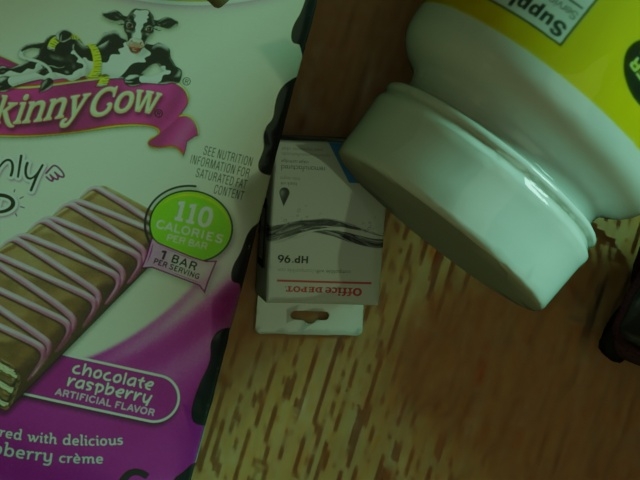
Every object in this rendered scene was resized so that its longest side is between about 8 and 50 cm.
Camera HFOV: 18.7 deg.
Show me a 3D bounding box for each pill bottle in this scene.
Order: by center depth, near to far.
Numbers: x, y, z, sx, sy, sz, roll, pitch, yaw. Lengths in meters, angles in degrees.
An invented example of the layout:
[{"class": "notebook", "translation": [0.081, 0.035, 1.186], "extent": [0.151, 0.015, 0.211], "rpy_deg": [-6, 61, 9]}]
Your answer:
[{"class": "pill bottle", "translation": [0.108, -0.084, 0.744], "extent": [0.119, 0.119, 0.208], "rpy_deg": [39, 85, -13]}]

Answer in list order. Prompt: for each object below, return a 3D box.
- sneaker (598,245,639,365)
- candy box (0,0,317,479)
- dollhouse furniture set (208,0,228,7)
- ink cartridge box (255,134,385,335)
[{"class": "sneaker", "translation": [0.204, 0.068, 0.818], "extent": [0.163, 0.106, 0.281], "rpy_deg": [-6, 112, 16]}, {"class": "candy box", "translation": [-0.106, -0.012, 0.750], "extent": [0.159, 0.071, 0.233], "rpy_deg": [13, 95, -11]}, {"class": "dollhouse furniture set", "translation": [0.012, -0.217, 0.659], "extent": [0.242, 0.161, 0.212], "rpy_deg": [-41, 115, 12]}, {"class": "ink cartridge box", "translation": [0.000, 0.000, 0.791], "extent": [0.048, 0.028, 0.083], "rpy_deg": [2, 98, -11]}]
